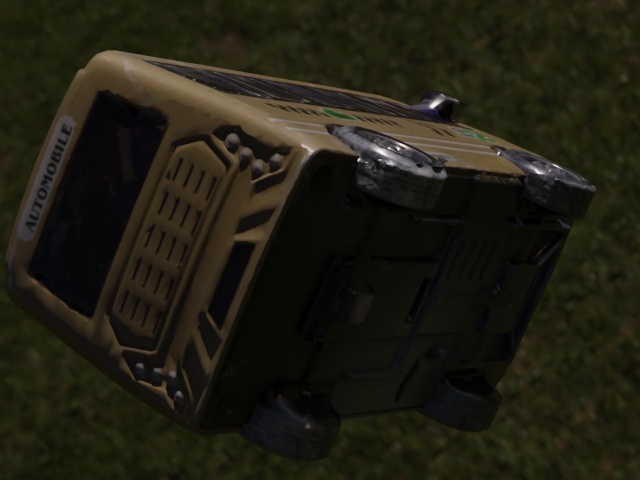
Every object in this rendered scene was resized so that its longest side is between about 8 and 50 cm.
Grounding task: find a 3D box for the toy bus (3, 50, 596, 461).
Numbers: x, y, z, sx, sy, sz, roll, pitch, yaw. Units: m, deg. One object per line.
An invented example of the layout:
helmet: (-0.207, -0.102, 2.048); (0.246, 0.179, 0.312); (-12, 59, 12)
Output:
toy bus: (0.000, 0.000, 0.889); (0.157, 0.289, 0.139); (29, 104, 26)
